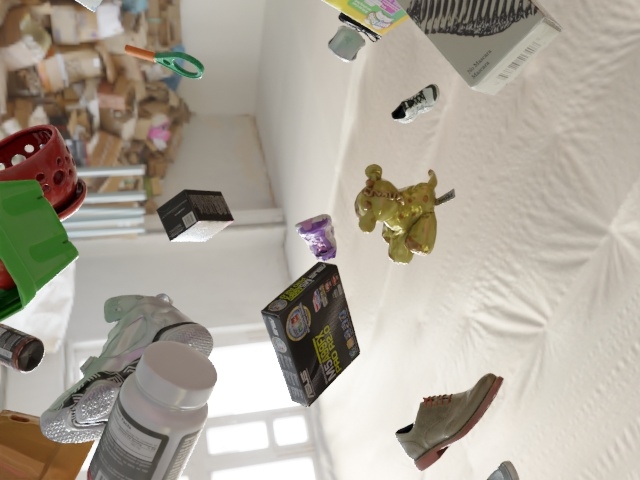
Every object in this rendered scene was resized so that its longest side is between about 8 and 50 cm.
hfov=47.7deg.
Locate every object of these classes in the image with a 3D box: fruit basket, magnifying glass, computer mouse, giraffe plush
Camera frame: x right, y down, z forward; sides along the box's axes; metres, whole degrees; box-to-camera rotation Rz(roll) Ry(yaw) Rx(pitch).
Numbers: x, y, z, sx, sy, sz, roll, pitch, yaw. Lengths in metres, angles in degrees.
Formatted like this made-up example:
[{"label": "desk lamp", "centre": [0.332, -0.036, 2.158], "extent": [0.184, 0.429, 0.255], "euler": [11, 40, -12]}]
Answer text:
[{"label": "fruit basket", "centre": [-0.686, 0.049, 1.290], "extent": [0.283, 0.392, 0.392], "euler": [61, -14, -5]}, {"label": "magnifying glass", "centre": [-0.418, -0.486, 1.942], "extent": [0.092, 0.230, 0.026], "euler": [77, 31, -68]}, {"label": "computer mouse", "centre": [0.070, -0.430, 1.525], "extent": [0.042, 0.106, 0.193], "euler": [-52, -172, 36]}, {"label": "giraffe plush", "centre": [0.144, -0.062, 1.472], "extent": [0.210, 0.170, 0.182], "euler": [-52, -142, 44]}]

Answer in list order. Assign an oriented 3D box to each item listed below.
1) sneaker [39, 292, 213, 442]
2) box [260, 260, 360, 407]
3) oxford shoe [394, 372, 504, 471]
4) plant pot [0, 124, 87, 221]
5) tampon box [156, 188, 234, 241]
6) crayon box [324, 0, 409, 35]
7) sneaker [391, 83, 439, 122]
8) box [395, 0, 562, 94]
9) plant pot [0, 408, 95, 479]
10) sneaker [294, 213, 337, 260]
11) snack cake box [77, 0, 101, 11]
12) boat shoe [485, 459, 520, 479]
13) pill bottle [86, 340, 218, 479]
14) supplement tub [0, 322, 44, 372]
[{"label": "sneaker", "centre": [-0.417, 0.246, 1.479], "extent": [0.210, 0.365, 0.137], "euler": [41, -26, 40]}, {"label": "box", "centre": [-0.015, 0.217, 1.695], "extent": [0.060, 0.216, 0.270], "euler": [10, -54, 40]}, {"label": "oxford shoe", "centre": [0.302, 0.420, 1.754], "extent": [0.130, 0.123, 0.348], "euler": [44, -61, 14]}, {"label": "plant pot", "centre": [-0.627, -0.134, 1.596], "extent": [0.191, 0.191, 0.174], "euler": [-114, -176, -53]}, {"label": "tampon box", "centre": [-0.343, -0.067, 1.996], "extent": [0.120, 0.161, 0.102], "euler": [-32, -104, 26]}, {"label": "crayon box", "centre": [0.103, -0.481, 1.309], "extent": [0.165, 0.278, 0.081], "euler": [-28, -105, 27]}, {"label": "sneaker", "centre": [0.138, -0.198, 1.059], "extent": [0.083, 0.037, 0.032], "euler": [-40, -113, 40]}, {"label": "box", "centre": [0.142, -0.305, 0.835], "extent": [0.113, 0.094, 0.275], "euler": [-45, -107, 27]}, {"label": "plant pot", "centre": [-0.632, 0.491, 1.528], "extent": [0.291, 0.203, 0.291], "euler": [-56, -168, 18]}, {"label": "sneaker", "centre": [0.000, 0.000, 1.923], "extent": [0.236, 0.095, 0.105], "euler": [47, 27, -75]}, {"label": "snack cake box", "centre": [-0.538, -0.556, 1.365], "extent": [0.089, 0.264, 0.152], "euler": [-56, 173, 7]}, {"label": "boat shoe", "centre": [0.381, 0.570, 1.599], "extent": [0.079, 0.081, 0.228], "euler": [-116, -158, -45]}, {"label": "pill bottle", "centre": [-0.295, 0.329, 1.282], "extent": [0.283, 0.161, 0.161], "euler": [-64, -154, 19]}, {"label": "supplement tub", "centre": [-0.879, 0.295, 2.031], "extent": [0.106, 0.197, 0.106], "euler": [-44, 142, -49]}]
